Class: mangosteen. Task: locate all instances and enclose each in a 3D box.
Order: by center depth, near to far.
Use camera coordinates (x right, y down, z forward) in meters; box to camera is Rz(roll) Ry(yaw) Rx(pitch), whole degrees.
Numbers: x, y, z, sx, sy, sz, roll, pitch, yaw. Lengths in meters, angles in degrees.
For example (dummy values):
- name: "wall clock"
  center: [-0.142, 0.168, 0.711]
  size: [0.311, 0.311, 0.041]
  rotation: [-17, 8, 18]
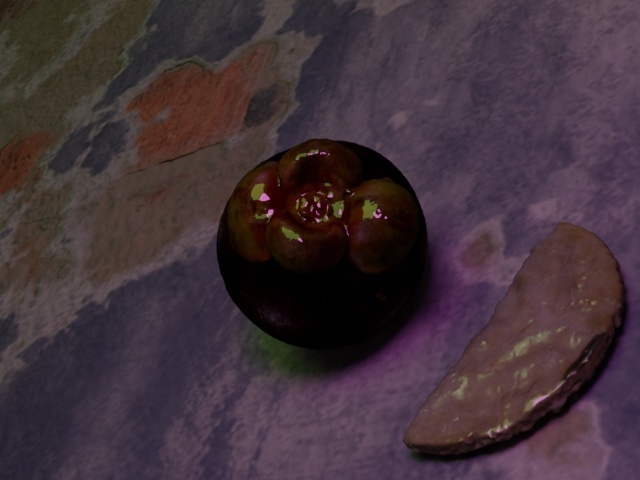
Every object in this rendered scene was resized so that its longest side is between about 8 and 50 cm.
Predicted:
- name: "mangosteen"
  center: [0.000, 0.000, 1.295]
  size: [0.210, 0.210, 0.210]
  rotation: [-26, 35, 19]

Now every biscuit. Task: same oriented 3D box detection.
- name: "biscuit"
  center: [0.179, 0.087, 1.169]
  size: [0.133, 0.032, 0.250]
  rotation: [12, 57, 51]
